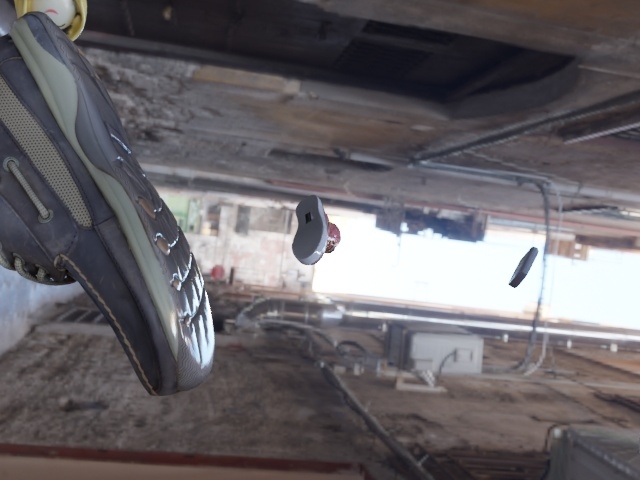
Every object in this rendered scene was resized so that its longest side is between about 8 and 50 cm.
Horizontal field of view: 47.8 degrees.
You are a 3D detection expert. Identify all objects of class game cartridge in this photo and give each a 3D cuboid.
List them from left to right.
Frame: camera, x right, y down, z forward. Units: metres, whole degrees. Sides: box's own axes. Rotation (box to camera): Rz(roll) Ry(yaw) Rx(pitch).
[{"bbox_3d":[0.317,0.045,1.133,0.056,0.017,0.083,-62,171,-17],"label":"game cartridge"}]

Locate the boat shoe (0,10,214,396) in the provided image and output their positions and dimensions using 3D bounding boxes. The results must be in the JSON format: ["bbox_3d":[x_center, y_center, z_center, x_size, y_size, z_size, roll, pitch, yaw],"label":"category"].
[{"bbox_3d":[-0.204,-0.021,0.605,0.355,0.130,0.132,61,0,18],"label":"boat shoe"}]

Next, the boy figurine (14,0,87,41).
[{"bbox_3d":[-0.290,-0.312,0.778,0.285,0.177,0.092,-36,-112,55],"label":"boy figurine"}]

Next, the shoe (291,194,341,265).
[{"bbox_3d":[0.000,0.000,1.203,0.081,0.063,0.178,52,19,-29],"label":"shoe"}]
